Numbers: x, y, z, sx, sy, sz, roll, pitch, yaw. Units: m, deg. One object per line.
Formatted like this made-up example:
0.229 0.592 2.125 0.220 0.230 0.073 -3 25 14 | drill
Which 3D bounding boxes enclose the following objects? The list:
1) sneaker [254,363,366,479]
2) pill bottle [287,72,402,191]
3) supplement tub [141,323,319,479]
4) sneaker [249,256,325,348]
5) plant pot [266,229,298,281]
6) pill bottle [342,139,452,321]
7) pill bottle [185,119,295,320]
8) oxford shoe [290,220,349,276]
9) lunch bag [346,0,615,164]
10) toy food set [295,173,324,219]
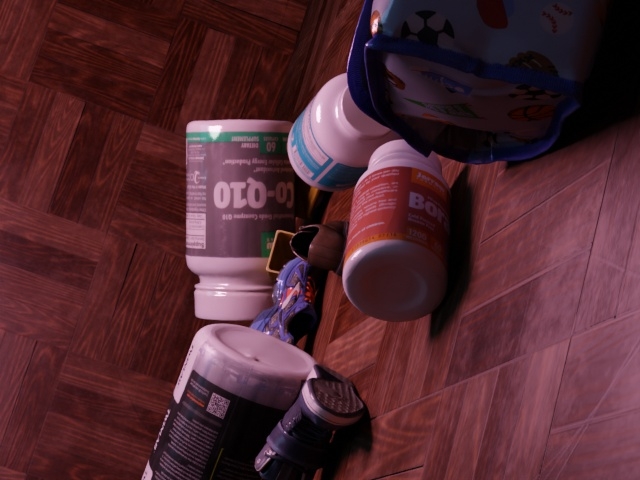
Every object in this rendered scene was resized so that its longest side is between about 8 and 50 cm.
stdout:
-0.017 0.255 1.845 0.163 0.086 0.226 -60 0 3 | sneaker
0.044 -0.170 2.205 0.264 0.146 0.146 143 145 -73 | pill bottle
-0.140 0.311 2.123 0.207 0.207 0.338 -111 42 -76 | supplement tub
-0.036 0.112 2.352 0.221 0.087 0.083 -63 -38 -34 | sneaker
-0.048 0.042 2.536 0.083 0.081 0.081 98 -174 -66 | plant pot
0.094 -0.018 1.688 0.216 0.121 0.121 -82 14 -48 | pill bottle
-0.146 -0.039 2.645 0.204 0.204 0.361 -163 72 -81 | pill bottle
0.000 0.000 2.283 0.227 0.096 0.082 -147 75 -82 | oxford shoe
0.172 -0.262 1.425 0.385 0.239 0.328 59 -132 -81 | lunch bag
0.004 -0.135 2.653 0.218 0.071 0.128 -66 34 38 | toy food set
